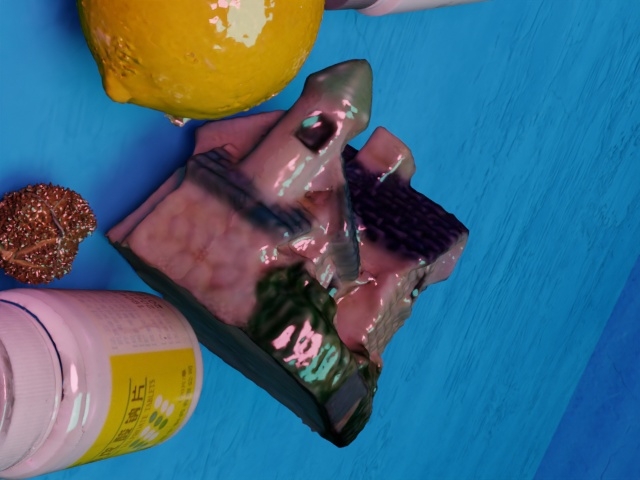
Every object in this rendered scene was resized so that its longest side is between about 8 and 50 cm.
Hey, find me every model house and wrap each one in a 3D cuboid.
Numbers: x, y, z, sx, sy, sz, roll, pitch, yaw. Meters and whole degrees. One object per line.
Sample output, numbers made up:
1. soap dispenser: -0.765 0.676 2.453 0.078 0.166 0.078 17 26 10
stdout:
1. model house: -0.002 -0.001 0.930 0.284 0.243 0.298 -54 162 -14

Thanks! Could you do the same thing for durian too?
1. durian: -0.211 -0.005 0.777 0.091 0.080 0.080 -2 120 -58

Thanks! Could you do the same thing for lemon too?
1. lemon: -0.080 -0.180 0.706 0.173 0.173 0.206 10 102 -58

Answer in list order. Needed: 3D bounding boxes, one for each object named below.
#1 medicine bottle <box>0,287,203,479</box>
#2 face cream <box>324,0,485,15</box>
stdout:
1. medicine bottle: -0.209 0.107 0.783 0.143 0.143 0.258 -61 158 8
2. face cream: 0.080 -0.258 0.944 0.311 0.092 0.092 -22 135 -46
